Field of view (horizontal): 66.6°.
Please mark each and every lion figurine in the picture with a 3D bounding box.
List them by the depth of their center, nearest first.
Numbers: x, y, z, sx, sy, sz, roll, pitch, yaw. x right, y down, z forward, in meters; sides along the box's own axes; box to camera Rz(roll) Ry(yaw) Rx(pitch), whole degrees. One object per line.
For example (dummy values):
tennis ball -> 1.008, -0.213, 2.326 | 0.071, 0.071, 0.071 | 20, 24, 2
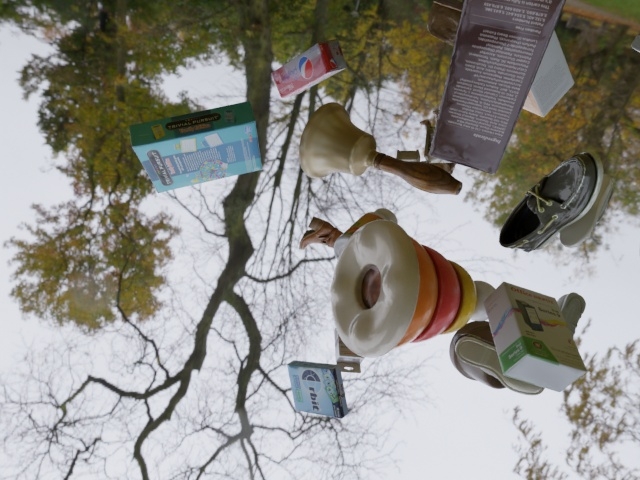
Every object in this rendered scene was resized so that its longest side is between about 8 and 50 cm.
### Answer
lion figurine -> 0.499, -0.392, 1.940 | 0.142, 0.240, 0.392 | -11, -161, 39

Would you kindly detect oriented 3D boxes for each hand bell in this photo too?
hand bell -> 0.099, -0.116, 0.729 | 0.242, 0.126, 0.126 | 26, -150, 31

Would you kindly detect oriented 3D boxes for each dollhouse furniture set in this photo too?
dollhouse furniture set -> 0.274, -0.262, 1.189 | 0.182, 0.101, 0.161 | 3, 160, 19

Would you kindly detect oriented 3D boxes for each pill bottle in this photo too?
pill bottle -> 0.162, -0.012, 1.636 | 0.136, 0.136, 0.245 | 28, -137, 20

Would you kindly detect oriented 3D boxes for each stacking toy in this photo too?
stacking toy -> 0.299, 0.154, 1.330 | 0.480, 0.351, 0.350 | 12, -152, -28

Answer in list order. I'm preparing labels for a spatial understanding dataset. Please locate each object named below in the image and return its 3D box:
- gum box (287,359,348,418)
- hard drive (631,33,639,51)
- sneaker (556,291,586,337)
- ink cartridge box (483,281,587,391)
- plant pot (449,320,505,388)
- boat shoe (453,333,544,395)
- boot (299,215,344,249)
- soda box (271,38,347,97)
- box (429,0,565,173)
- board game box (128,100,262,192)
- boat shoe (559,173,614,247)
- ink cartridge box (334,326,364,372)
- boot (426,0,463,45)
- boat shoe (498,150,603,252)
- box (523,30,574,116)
gum box -> -0.011, 0.457, 1.505 | 0.184, 0.157, 0.041 | -6, -173, 39
hard drive -> 0.916, -0.407, 1.176 | 0.307, 0.040, 0.203 | 5, -144, -34
sneaker -> 0.739, 0.268, 1.528 | 0.090, 0.095, 0.235 | 42, -105, 0
ink cartridge box -> 0.478, 0.213, 1.106 | 0.154, 0.093, 0.212 | 19, -142, -12
plant pot -> 0.690, 0.489, 1.988 | 0.263, 0.263, 0.229 | 11, -169, -9
boat shoe -> 0.603, 0.413, 1.653 | 0.324, 0.117, 0.097 | 26, -172, 2
boot -> 0.000, 0.000, 2.083 | 0.152, 0.197, 0.073 | 27, -137, -3
soda box -> -0.040, -0.525, 1.502 | 0.083, 0.092, 0.263 | -29, -167, -35
box -> 0.301, -0.320, 0.812 | 0.143, 0.381, 0.191 | 19, -126, 16
board game box -> -0.352, -0.270, 1.437 | 0.336, 0.254, 0.079 | -14, -112, -8
boat shoe -> 0.593, -0.058, 1.078 | 0.063, 0.184, 0.066 | 35, 167, -34
ink cartridge box -> 0.114, 0.425, 1.921 | 0.104, 0.061, 0.181 | 7, -130, -11
boot -> 0.461, -0.620, 1.433 | 0.305, 0.115, 0.112 | 16, -152, -3
boat shoe -> 0.490, -0.072, 1.057 | 0.091, 0.305, 0.109 | -4, -123, -11
box -> 0.722, -0.635, 1.736 | 0.345, 0.168, 0.215 | 35, -171, -43
